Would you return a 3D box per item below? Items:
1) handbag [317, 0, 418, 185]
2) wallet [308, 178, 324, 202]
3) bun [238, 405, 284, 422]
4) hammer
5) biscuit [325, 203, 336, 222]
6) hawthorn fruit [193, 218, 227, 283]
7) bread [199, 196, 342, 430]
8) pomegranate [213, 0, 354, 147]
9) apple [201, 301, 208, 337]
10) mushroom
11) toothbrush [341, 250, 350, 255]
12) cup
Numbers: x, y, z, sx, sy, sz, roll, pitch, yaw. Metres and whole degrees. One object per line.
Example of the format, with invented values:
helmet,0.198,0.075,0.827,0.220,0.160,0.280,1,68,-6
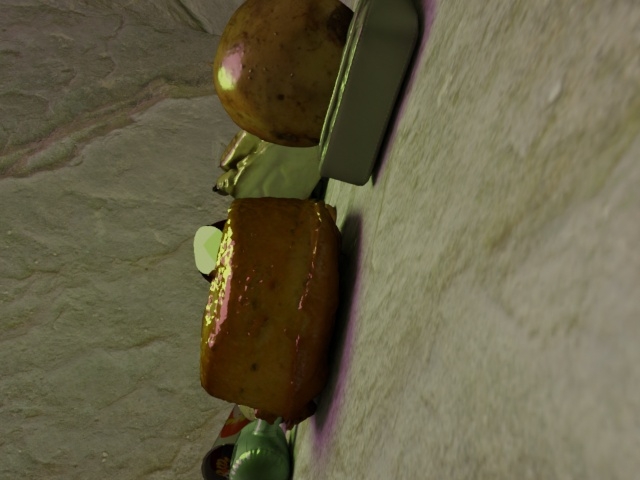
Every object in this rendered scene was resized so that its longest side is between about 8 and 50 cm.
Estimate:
handbag,0.060,-0.219,0.725,0.219,0.079,0.256,-80,6,-49
wallet,-0.066,-0.079,1.583,0.176,0.075,0.251,42,124,58
bun,-0.143,0.336,1.391,0.259,0.152,0.260,-172,90,-86
hammer,-0.090,0.339,1.110,0.206,0.118,0.336,-168,95,-84
biscuit,0.000,0.000,1.165,0.221,0.028,0.142,109,170,-60
hawthorn fruit,-0.220,0.052,1.454,0.250,0.215,0.215,82,-164,-74
bread,-0.080,0.105,0.879,0.337,0.204,0.358,-143,61,-88
pomegranate,-0.047,-0.299,0.961,0.281,0.281,0.281,-170,90,-85
apple,-0.254,0.299,1.742,0.345,0.269,0.345,0,-90,-74
mushroom,-0.095,-0.267,1.451,0.397,0.224,0.314,-54,20,20
toothbrush,0.037,0.020,0.853,0.097,0.006,0.008,-176,100,-84
cup,-0.229,0.603,1.669,0.288,0.203,0.203,-74,-4,-70
